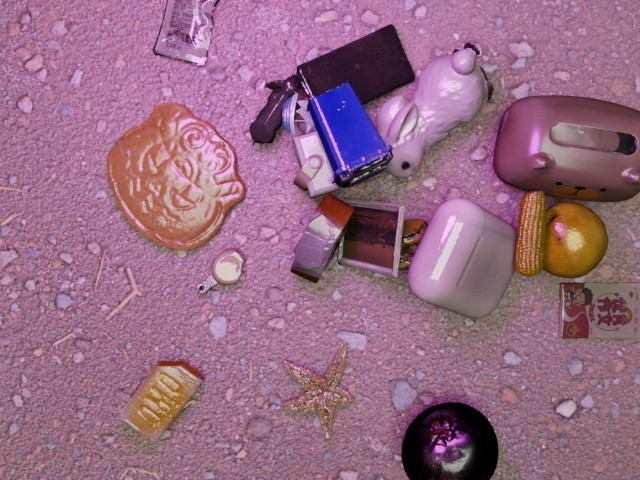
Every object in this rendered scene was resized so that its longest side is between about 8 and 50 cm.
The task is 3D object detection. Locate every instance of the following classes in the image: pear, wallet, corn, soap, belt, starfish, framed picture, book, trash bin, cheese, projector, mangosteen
[{"bbox_3d":[0.675,-0.005,1.726,0.208,0.209,0.209,0,94,1],"label":"pear"},{"bbox_3d":[0.100,-0.459,1.743,0.321,0.044,0.170,-29,102,-15],"label":"wallet"},{"bbox_3d":[0.552,-0.018,1.667,0.080,0.080,0.231,-1,101,1],"label":"corn"},{"bbox_3d":[-0.461,0.454,1.849,0.140,0.073,0.232,38,93,-6],"label":"soap"},{"bbox_3d":[0.000,0.000,1.742,0.105,0.184,0.261,28,130,1],"label":"belt"},{"bbox_3d":[-0.010,0.425,1.852,0.231,0.048,0.295,13,93,0],"label":"starfish"},{"bbox_3d":[0.131,-0.013,1.739,0.014,0.252,0.197,2,95,-37],"label":"framed picture"},{"bbox_3d":[0.810,0.204,1.834,0.231,0.022,0.162,1,94,2],"label":"book"},{"bbox_3d":[0.068,-0.264,1.590,0.162,0.184,0.234,-25,88,-6],"label":"trash bin"},{"bbox_3d":[-0.281,0.098,1.834,0.092,0.047,0.171,34,93,1],"label":"cheese"},{"bbox_3d":[0.031,-0.224,1.751,0.242,0.163,0.177,-18,92,0],"label":"projector"},{"bbox_3d":[0.370,0.605,1.776,0.275,0.275,0.302,-26,129,3],"label":"mangosteen"}]

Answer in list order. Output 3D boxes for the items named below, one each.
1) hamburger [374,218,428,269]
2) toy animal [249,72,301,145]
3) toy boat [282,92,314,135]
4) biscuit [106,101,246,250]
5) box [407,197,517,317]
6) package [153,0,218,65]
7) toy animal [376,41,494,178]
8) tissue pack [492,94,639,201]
[{"bbox_3d":[0.233,0.021,1.754,0.159,0.185,0.131,-2,109,34],"label":"hamburger"},{"bbox_3d":[-0.111,-0.363,1.750,0.114,0.146,0.245,22,93,1],"label":"toy animal"},{"bbox_3d":[-0.035,-0.341,1.670,0.149,0.034,0.105,-20,99,0],"label":"toy boat"},{"bbox_3d":[-0.415,-0.177,1.812,0.365,0.062,0.385,-42,92,3],"label":"biscuit"},{"bbox_3d":[0.396,0.054,1.705,0.349,0.141,0.289,21,96,-42],"label":"box"},{"bbox_3d":[-0.375,-0.626,1.795,0.154,0.030,0.239,15,94,1],"label":"package"},{"bbox_3d":[0.286,-0.339,1.700,0.357,0.258,0.194,-45,58,-4],"label":"toy animal"},{"bbox_3d":[0.674,-0.244,1.683,0.387,0.277,0.267,10,91,-1],"label":"tissue pack"}]
